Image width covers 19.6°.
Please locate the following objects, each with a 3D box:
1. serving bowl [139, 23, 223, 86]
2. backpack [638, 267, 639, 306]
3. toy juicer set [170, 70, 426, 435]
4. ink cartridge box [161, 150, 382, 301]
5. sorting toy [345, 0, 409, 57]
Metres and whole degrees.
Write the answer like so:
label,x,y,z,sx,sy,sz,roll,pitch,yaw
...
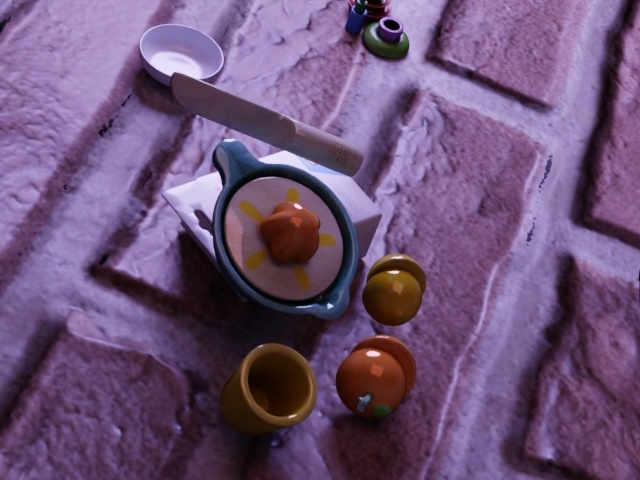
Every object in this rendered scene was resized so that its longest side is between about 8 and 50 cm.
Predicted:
label,x,y,z,sx,sy,sz,roll,pitch,yaw
serving bowl,-0.138,-0.174,1.808,0.083,0.027,0.083,12,42,-11
backpack,0.350,0.055,1.703,0.084,0.105,0.114,-13,26,-27
toy juicer set,0.000,0.000,1.560,0.209,0.089,0.329,1,68,-29
ink cartridge box,-0.049,-0.014,1.652,0.181,0.061,0.104,-19,56,-36
sorting toy,0.059,-0.238,1.942,0.061,0.042,0.102,-7,49,-27
